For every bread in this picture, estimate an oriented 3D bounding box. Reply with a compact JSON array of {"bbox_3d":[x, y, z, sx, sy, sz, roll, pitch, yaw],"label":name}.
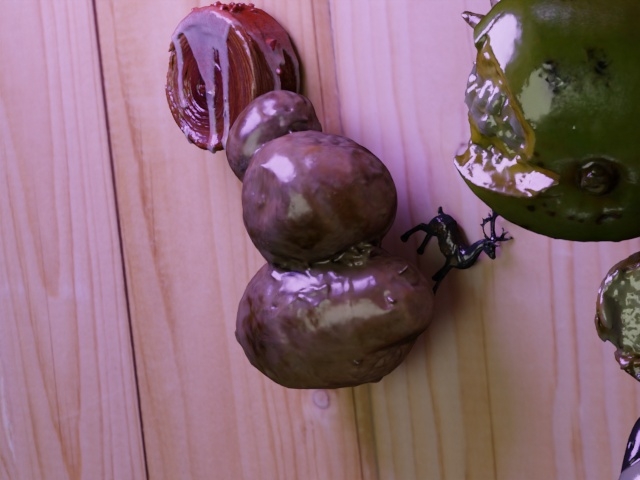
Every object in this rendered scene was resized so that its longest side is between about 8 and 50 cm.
[{"bbox_3d":[-0.094,-0.174,1.819,0.160,0.073,0.160,13,108,46],"label":"bread"},{"bbox_3d":[0.342,0.046,1.431,0.232,0.088,0.128,-20,92,37],"label":"bread"}]

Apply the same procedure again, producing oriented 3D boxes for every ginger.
[{"bbox_3d":[0.000,0.000,1.697,0.244,0.155,0.304,1,100,57],"label":"ginger"}]

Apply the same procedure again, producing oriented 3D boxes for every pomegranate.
[{"bbox_3d":[0.217,-0.133,1.449,0.302,0.236,0.236,-105,32,-55],"label":"pomegranate"}]

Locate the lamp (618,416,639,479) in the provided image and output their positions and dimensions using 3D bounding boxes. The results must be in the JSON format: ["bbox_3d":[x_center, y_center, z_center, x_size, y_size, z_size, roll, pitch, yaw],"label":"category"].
[{"bbox_3d":[0.347,0.205,1.396,0.244,0.198,0.198,-25,80,61],"label":"lamp"}]

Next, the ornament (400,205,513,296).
[{"bbox_3d":[0.134,-0.003,1.660,0.125,0.028,0.073,-39,71,43],"label":"ornament"}]
